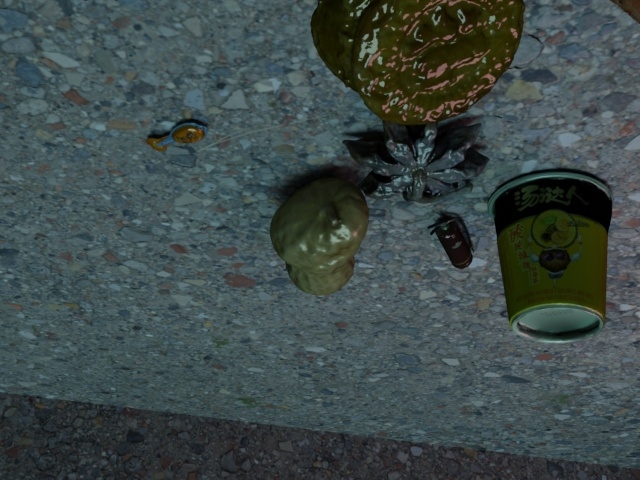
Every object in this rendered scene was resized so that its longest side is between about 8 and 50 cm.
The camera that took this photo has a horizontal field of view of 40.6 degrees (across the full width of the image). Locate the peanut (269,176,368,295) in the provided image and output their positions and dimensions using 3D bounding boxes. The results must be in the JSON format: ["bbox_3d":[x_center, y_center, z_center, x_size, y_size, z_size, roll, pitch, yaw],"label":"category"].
[{"bbox_3d":[-0.009,-0.003,1.492,0.159,0.143,0.291,12,154,-1],"label":"peanut"}]

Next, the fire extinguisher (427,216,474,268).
[{"bbox_3d":[0.241,-0.001,1.570,0.064,0.043,0.158,-33,145,3],"label":"fire extinguisher"}]

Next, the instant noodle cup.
[{"bbox_3d":[0.382,0.036,1.427,0.215,0.236,0.215,4,152,2],"label":"instant noodle cup"}]

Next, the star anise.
[{"bbox_3d":[0.160,-0.114,1.337,0.230,0.081,0.262,-28,137,27],"label":"star anise"}]

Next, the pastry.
[{"bbox_3d":[0.111,-0.259,0.989,0.240,0.132,0.235,1,126,-33],"label":"pastry"}]

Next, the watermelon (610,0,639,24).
[{"bbox_3d":[0.324,-0.306,0.986,0.163,0.087,0.069,23,176,-32],"label":"watermelon"}]

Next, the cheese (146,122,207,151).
[{"bbox_3d":[-0.223,-0.162,1.350,0.111,0.017,0.047,-14,144,29],"label":"cheese"}]
